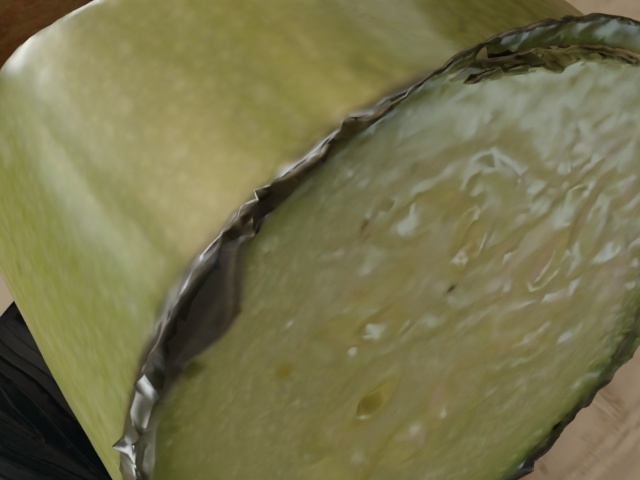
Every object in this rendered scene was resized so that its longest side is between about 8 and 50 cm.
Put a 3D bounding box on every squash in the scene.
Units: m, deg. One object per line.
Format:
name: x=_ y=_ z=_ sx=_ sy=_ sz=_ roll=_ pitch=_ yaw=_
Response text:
squash: x=0.014 y=0.000 z=0.498 sx=0.220 sy=0.220 sz=0.133 roll=-36 pitch=-131 yaw=2

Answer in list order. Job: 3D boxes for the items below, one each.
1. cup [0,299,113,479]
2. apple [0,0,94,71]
cup: x=-0.129 y=0.119 z=0.767 sx=0.138 sy=0.113 sz=0.150 roll=37 pitch=-65 yaw=-4
apple: x=-0.146 y=-0.096 z=0.794 sx=0.211 sy=0.211 sz=0.188 roll=39 pitch=-126 yaw=3
